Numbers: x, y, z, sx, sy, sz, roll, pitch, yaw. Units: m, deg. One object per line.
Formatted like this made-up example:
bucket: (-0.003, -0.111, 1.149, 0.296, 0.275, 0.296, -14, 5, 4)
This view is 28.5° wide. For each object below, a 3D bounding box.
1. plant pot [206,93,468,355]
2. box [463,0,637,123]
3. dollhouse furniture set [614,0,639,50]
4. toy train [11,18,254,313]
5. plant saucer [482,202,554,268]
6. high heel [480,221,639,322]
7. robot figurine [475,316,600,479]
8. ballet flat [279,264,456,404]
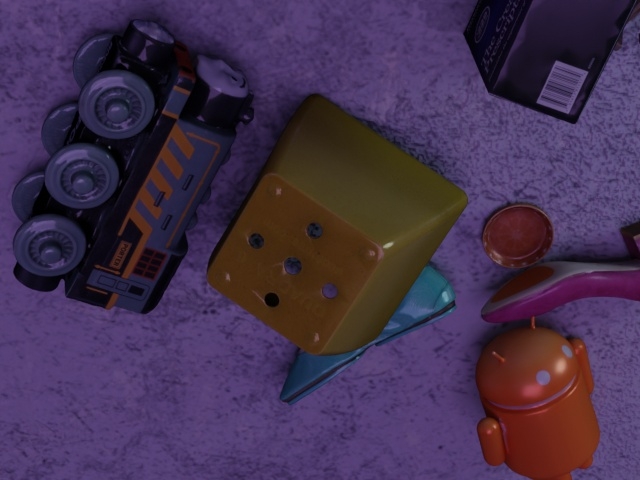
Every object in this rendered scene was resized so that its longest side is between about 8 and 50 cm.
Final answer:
plant pot: (0.000, 0.000, 1.326, 0.212, 0.187, 0.212, 34, 112, 5)
box: (0.244, -0.274, 1.231, 0.103, 0.184, 0.261, 18, 115, -9)
dollhouse furniture set: (0.389, -0.273, 1.288, 0.129, 0.129, 0.184, 30, 137, -17)
toy train: (-0.207, -0.072, 1.355, 0.190, 0.142, 0.334, 19, 114, -25)
plant saucer: (0.229, -0.006, 1.465, 0.084, 0.013, 0.083, 0, 117, -1)
high heel: (0.312, 0.070, 1.466, 0.244, 0.082, 0.117, -26, 106, -7)
robot figurine: (0.258, 0.196, 1.506, 0.158, 0.128, 0.219, -18, 116, 7)
ballet flat: (0.041, 0.101, 1.487, 0.247, 0.083, 0.087, -32, 90, 14)
